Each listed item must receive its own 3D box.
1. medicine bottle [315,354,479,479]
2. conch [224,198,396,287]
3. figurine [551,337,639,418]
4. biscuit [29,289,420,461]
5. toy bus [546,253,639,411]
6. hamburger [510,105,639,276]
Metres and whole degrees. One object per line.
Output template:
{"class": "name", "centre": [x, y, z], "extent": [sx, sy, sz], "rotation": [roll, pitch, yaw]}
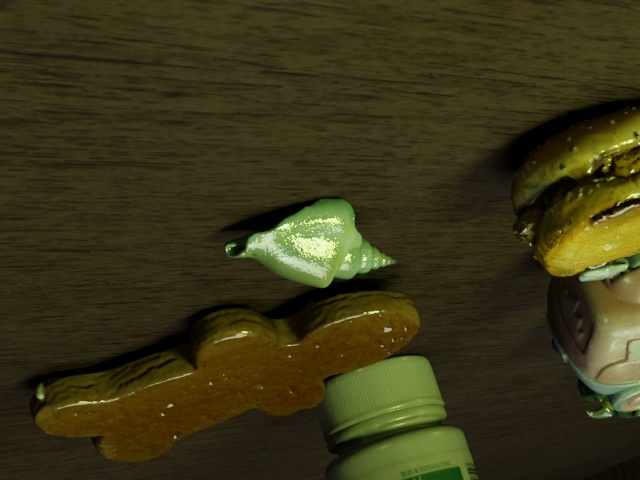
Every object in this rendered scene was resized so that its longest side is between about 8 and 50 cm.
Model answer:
{"class": "medicine bottle", "centre": [0.117, 0.348, 1.897], "extent": [0.208, 0.340, 0.208], "rotation": [-16, 162, -5]}
{"class": "conch", "centre": [0.000, 0.007, 1.247], "extent": [0.180, 0.065, 0.088], "rotation": [6, 153, -33]}
{"class": "figurine", "centre": [0.524, 0.132, 1.888], "extent": [0.381, 0.186, 0.261], "rotation": [-24, 157, 16]}
{"class": "biscuit", "centre": [-0.094, 0.140, 1.545], "extent": [0.432, 0.064, 0.283], "rotation": [-23, 152, 11]}
{"class": "toy bus", "centre": [0.412, 0.053, 1.577], "extent": [0.294, 0.197, 0.232], "rotation": [-15, 151, -1]}
{"class": "hamburger", "centre": [0.263, -0.044, 1.256], "extent": [0.181, 0.118, 0.191], "rotation": [-4, 154, -26]}
